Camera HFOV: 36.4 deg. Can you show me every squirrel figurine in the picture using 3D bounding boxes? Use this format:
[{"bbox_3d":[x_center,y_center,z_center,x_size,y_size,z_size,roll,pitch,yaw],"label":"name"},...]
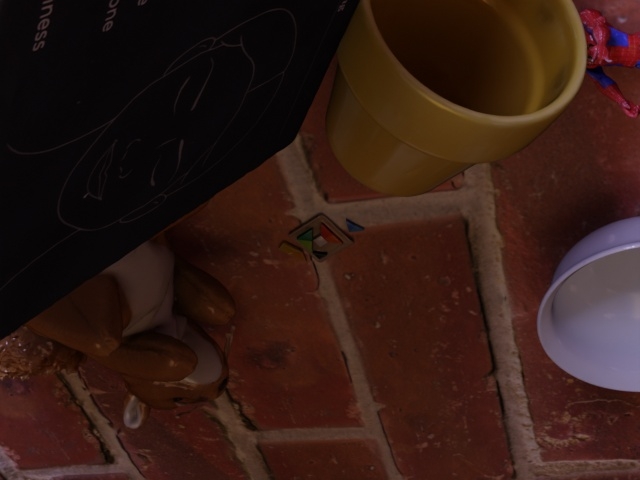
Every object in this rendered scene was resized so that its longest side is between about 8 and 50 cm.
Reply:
[{"bbox_3d":[-0.307,0.101,1.399,0.397,0.281,0.370,7,147,21],"label":"squirrel figurine"}]

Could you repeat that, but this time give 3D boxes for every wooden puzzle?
[{"bbox_3d":[0.000,0.000,1.384,0.078,0.014,0.116,33,129,-23],"label":"wooden puzzle"}]

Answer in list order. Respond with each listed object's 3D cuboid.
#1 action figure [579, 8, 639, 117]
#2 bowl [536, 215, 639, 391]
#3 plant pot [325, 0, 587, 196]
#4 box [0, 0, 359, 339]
[{"bbox_3d":[0.373,-0.189,1.065,0.280,0.139,0.091,6,134,5],"label":"action figure"},{"bbox_3d":[0.436,0.063,1.301,0.297,0.134,0.298,4,134,4],"label":"bowl"},{"bbox_3d":[0.117,-0.172,1.053,0.254,0.254,0.239,20,150,-11],"label":"plant pot"},{"bbox_3d":[-0.177,-0.235,0.746,0.297,0.472,0.480,40,134,12],"label":"box"}]
